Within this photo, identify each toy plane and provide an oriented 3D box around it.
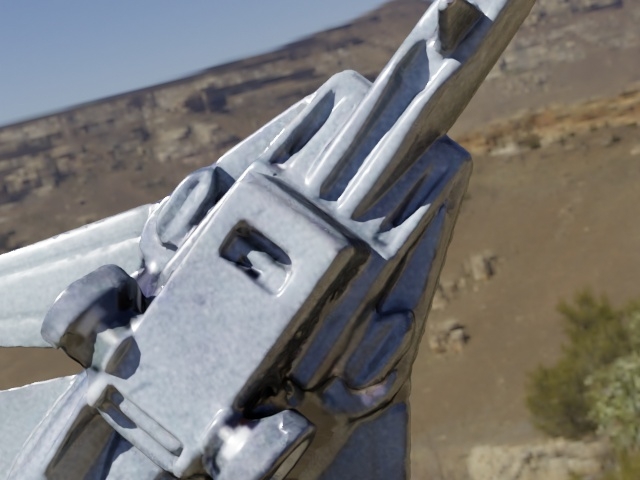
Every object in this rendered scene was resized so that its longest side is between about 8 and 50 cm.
[{"bbox_3d":[-0.003,0.000,0.365,0.267,0.212,0.088,-55,-12,11],"label":"toy plane"}]
